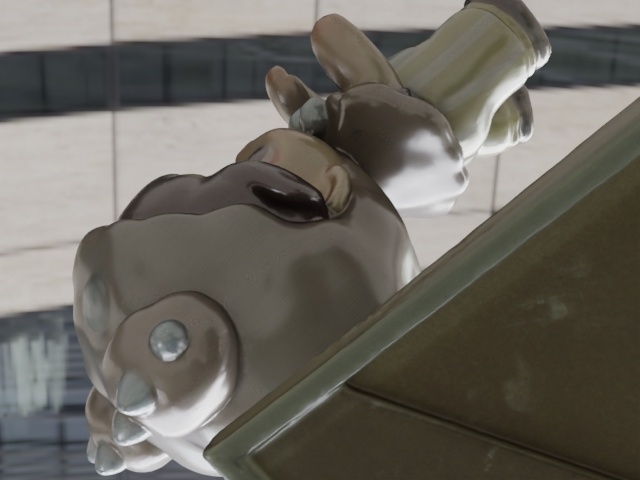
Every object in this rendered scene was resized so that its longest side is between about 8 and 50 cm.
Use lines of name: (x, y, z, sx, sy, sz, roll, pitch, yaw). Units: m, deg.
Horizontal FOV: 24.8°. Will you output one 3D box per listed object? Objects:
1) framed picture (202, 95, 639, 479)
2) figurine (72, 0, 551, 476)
framed picture: (0.206, 0.160, 0.744, 0.326, 0.446, 0.028, -38, -163, 14)
figurine: (0.000, -0.001, 0.901, 0.203, 0.248, 0.380, 45, -111, -2)
